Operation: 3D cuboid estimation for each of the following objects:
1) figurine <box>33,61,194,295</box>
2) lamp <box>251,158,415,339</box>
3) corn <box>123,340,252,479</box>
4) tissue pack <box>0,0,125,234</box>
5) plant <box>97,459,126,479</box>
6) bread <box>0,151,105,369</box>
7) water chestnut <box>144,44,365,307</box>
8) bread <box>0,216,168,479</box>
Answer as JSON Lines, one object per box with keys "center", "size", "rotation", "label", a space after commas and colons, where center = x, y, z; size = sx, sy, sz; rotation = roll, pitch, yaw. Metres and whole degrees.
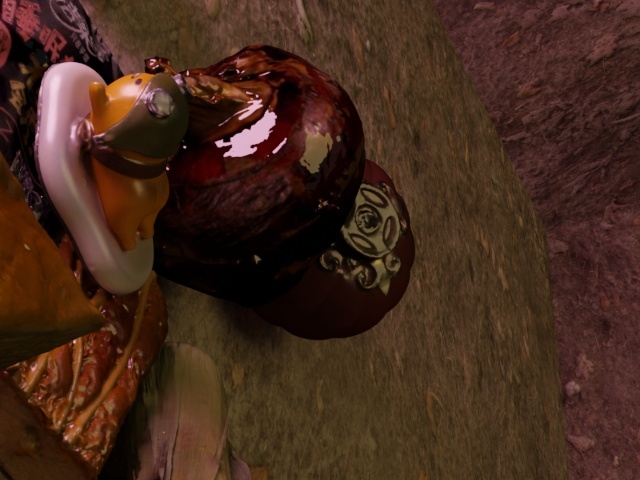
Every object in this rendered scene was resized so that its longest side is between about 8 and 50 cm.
{"center": [-0.180, -0.076, 1.036], "size": [0.166, 0.141, 0.250], "rotation": [-46, 121, -64], "label": "figurine"}
{"center": [0.000, 0.000, 1.514], "size": [0.303, 0.257, 0.303], "rotation": [11, 69, -31], "label": "lamp"}
{"center": [-0.155, 0.233, 1.122], "size": [0.305, 0.122, 0.123], "rotation": [-110, 175, -54], "label": "corn"}
{"center": [-0.333, -0.140, 1.051], "size": [0.332, 0.123, 0.245], "rotation": [-74, 147, -47], "label": "tissue pack"}
{"center": [-0.236, 0.266, 1.089], "size": [0.102, 0.051, 0.051], "rotation": [62, 24, -7], "label": "plant"}
{"center": [-0.337, 0.081, 0.666], "size": [0.362, 0.233, 0.245], "rotation": [-83, 151, -65], "label": "bread"}
{"center": [-0.116, -0.110, 1.242], "size": [0.347, 0.335, 0.335], "rotation": [55, 29, -38], "label": "water chestnut"}
{"center": [-0.263, 0.101, 1.057], "size": [0.185, 0.114, 0.275], "rotation": [61, 24, -28], "label": "bread"}
